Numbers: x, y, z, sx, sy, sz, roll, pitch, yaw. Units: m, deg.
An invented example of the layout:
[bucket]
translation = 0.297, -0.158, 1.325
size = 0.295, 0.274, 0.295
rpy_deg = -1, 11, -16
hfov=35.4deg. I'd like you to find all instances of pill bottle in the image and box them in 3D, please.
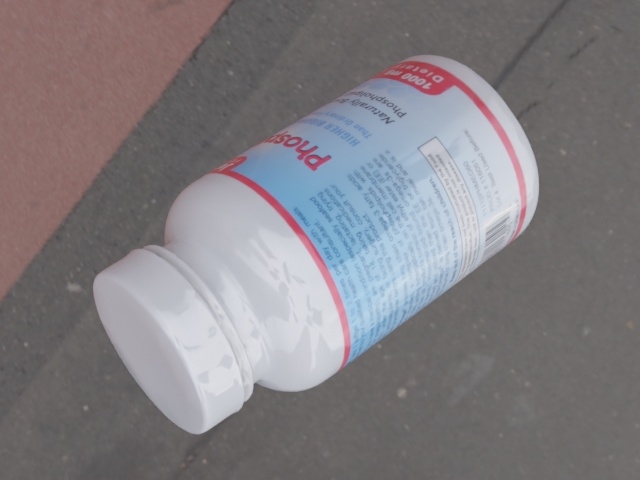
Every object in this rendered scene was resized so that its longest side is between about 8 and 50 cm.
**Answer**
[pill bottle]
translation = 0.000, 0.000, 0.377
size = 0.160, 0.087, 0.087
rpy_deg = -33, 130, -28
